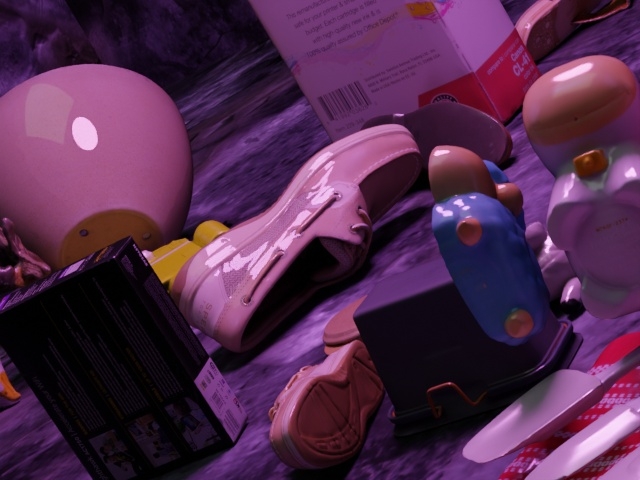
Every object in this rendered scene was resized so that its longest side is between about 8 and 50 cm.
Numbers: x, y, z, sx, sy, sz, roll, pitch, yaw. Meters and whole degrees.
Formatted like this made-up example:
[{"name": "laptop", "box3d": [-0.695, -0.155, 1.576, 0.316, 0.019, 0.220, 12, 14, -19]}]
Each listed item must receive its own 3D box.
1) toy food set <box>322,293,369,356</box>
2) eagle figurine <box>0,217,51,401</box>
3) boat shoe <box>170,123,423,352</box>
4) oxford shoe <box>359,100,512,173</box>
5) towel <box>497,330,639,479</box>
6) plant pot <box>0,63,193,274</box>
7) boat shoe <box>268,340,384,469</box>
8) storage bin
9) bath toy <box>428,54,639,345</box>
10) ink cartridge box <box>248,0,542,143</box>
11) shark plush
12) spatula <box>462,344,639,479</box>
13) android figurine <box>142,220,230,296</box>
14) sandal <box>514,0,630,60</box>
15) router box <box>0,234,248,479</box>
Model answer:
[{"name": "toy food set", "box3d": [0.039, 0.065, 1.384, 0.082, 0.020, 0.083, -28, 12, 8]}, {"name": "eagle figurine", "box3d": [-0.421, 0.109, 1.823, 0.298, 0.226, 0.225, -39, 54, -7]}, {"name": "boat shoe", "box3d": [0.000, 0.000, 1.581, 0.302, 0.109, 0.098, -37, 54, -28]}, {"name": "oxford shoe", "box3d": [0.131, -0.100, 1.725, 0.076, 0.076, 0.212, 10, -1, -36]}, {"name": "towel", "box3d": [0.161, 0.120, 0.884, 0.199, 0.031, 0.275, -16, 19, 49]}, {"name": "plant pot", "box3d": [-0.276, -0.043, 2.044, 0.284, 0.284, 0.191, -29, 43, 3]}, {"name": "boat shoe", "box3d": [-0.004, 0.123, 1.180, 0.059, 0.063, 0.170, -27, 3, 23]}, {"name": "storage bin", "box3d": [0.088, 0.063, 1.125, 0.135, 0.091, 0.098, -23, 15, 33]}, {"name": "bath toy", "box3d": [0.238, -0.055, 0.952, 0.348, 0.151, 0.129, -18, 5, 23]}, {"name": "ink cartridge box", "box3d": [0.070, -0.248, 1.869, 0.226, 0.306, 0.131, -18, 18, 41]}, {"name": "shark plush", "box3d": [0.183, 0.004, 1.234, 0.161, 0.073, 0.067, -43, -12, -31]}, {"name": "spatula", "box3d": [0.201, 0.063, 0.898, 0.242, 0.019, 0.168, -34, 12, -13]}, {"name": "android figurine", "box3d": [-0.199, 0.060, 1.860, 0.248, 0.056, 0.273, -32, 15, -8]}, {"name": "sandal", "box3d": [0.333, -0.288, 2.027, 0.079, 0.088, 0.240, 25, 58, 36]}, {"name": "router box", "box3d": [-0.160, 0.101, 1.327, 0.133, 0.179, 0.046, -24, 16, 23]}]
